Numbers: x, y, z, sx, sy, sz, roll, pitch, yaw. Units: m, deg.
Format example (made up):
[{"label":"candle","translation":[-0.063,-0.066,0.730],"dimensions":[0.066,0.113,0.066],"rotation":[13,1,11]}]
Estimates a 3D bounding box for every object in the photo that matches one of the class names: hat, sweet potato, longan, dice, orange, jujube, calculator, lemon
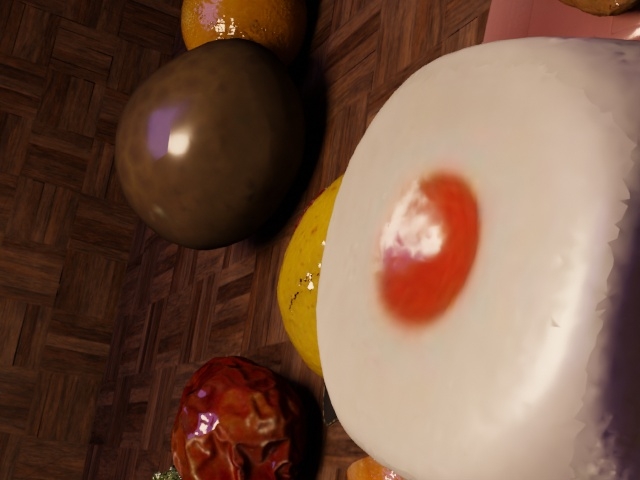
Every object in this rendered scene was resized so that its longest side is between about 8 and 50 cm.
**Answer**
[{"label":"hat","translation":[0.041,0.195,1.064],"dimensions":[0.121,0.050,0.121],"rotation":[-45,33,41]},{"label":"sweet potato","translation":[0.234,-0.283,0.805],"dimensions":[0.066,0.072,0.314],"rotation":[-54,23,17]},{"label":"longan","translation":[-0.205,-0.175,1.469],"dimensions":[0.404,0.336,0.404],"rotation":[-48,29,39]},{"label":"dice","translation":[0.191,0.041,0.529],"dimensions":[0.304,0.304,0.277],"rotation":[3,79,65]},{"label":"orange","translation":[-0.156,-0.448,1.621],"dimensions":[0.274,0.274,0.274],"rotation":[-43,38,49]},{"label":"jujube","translation":[-0.135,0.279,1.240],"dimensions":[0.342,0.216,0.216],"rotation":[-160,87,-78]},{"label":"calculator","translation":[0.267,-0.252,0.858],"dimensions":[0.329,0.048,0.220],"rotation":[-9,69,66]},{"label":"lemon","translation":[0.087,0.039,0.814],"dimensions":[0.310,0.258,0.258],"rotation":[-41,40,40]}]

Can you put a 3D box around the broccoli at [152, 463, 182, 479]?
[{"label":"broccoli","translation":[-0.198,0.511,1.309],"dimensions":[0.145,0.165,0.304],"rotation":[-33,58,46]}]

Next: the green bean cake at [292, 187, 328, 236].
[{"label":"green bean cake","translation":[0.000,0.000,1.265],"dimensions":[0.135,0.056,0.136],"rotation":[-49,34,41]}]

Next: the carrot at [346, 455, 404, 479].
[{"label":"carrot","translation":[0.116,0.314,0.729],"dimensions":[0.159,0.159,0.225],"rotation":[-41,50,51]}]
